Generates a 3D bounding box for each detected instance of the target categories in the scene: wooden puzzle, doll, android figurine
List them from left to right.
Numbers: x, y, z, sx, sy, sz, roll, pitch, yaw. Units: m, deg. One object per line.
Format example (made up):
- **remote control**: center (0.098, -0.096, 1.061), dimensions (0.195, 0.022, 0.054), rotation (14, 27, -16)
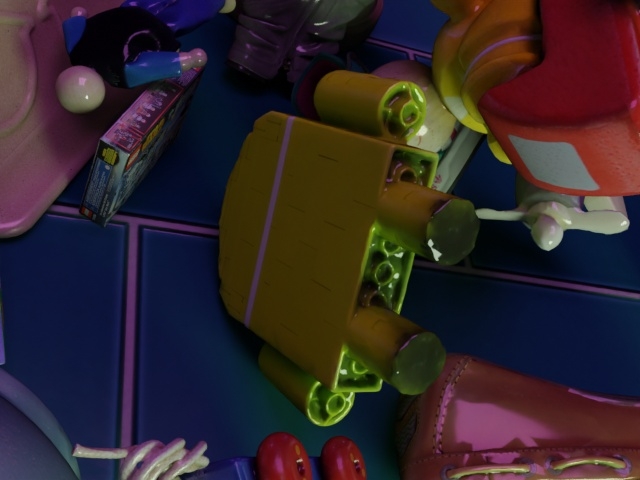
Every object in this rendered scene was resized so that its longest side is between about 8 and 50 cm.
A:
- **wooden puzzle**: center (-0.273, -0.226, 0.619), dimensions (0.080, 0.348, 0.322), rotation (-4, 40, 26)
- **doll**: center (-0.145, -0.167, 0.646), dimensions (0.129, 0.046, 0.189), rotation (26, 53, 17)
- **android figurine**: center (0.000, 0.000, 0.575), dimensions (0.056, 0.248, 0.273), rotation (6, 10, -33)

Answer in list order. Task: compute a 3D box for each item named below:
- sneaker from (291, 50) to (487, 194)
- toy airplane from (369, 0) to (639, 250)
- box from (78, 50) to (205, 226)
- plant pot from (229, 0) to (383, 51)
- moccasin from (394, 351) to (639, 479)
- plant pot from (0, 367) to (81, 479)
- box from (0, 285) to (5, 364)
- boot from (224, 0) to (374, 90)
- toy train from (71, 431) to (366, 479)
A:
- **sneaker**: center (0.064, -0.127, 0.792), dimensions (0.178, 0.124, 0.295), rotation (41, 47, -5)
- **toy airplane**: center (0.139, -0.174, 0.647), dimensions (0.386, 0.272, 0.384), rotation (59, 15, 12)
- **box**: center (-0.148, -0.086, 0.660), dimensions (0.027, 0.094, 0.137), rotation (31, 46, -4)
- **plant pot**: center (-0.021, -0.342, 0.924), dimensions (0.237, 0.110, 0.237), rotation (14, 48, -16)
- **moccasin**: center (0.242, 0.194, 0.606), dimensions (0.380, 0.139, 0.147), rotation (18, 49, -14)
- **plant pot**: center (-0.212, 0.159, 0.329), dimensions (0.293, 0.293, 0.196), rotation (23, 20, -10)
- **box**: center (-0.266, -0.002, 0.508), dimensions (0.105, 0.043, 0.179), rotation (-6, 87, -31)
- **boot**: center (0.019, -0.240, 0.842), dimensions (0.246, 0.161, 0.083), rotation (-1, 19, -22)
- **toy train**: center (-0.047, 0.185, 0.425), dimensions (0.248, 0.105, 0.143), rotation (31, 42, -62)
